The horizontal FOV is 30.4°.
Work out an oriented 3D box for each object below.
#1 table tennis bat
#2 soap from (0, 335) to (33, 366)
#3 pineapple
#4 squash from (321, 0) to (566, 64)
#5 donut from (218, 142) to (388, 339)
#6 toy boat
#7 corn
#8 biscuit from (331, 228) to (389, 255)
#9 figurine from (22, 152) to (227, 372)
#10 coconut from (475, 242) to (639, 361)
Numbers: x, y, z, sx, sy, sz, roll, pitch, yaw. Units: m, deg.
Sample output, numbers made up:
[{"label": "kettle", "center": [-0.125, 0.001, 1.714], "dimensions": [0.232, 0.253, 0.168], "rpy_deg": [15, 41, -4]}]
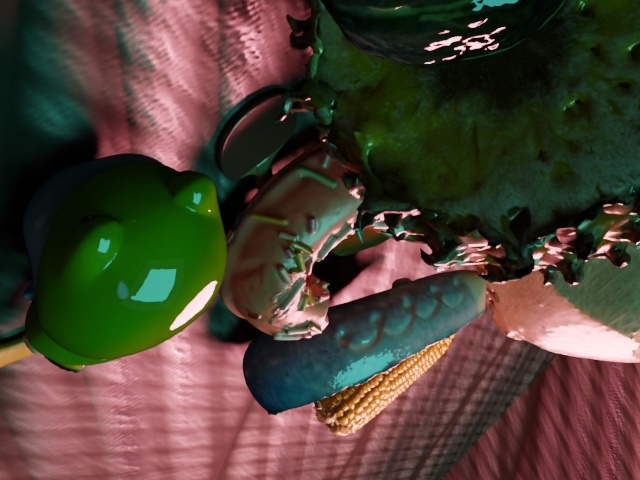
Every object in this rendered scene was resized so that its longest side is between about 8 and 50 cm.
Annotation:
[{"label": "table tennis bat", "center": [-0.055, -0.081, 1.068], "dimensions": [0.087, 0.013, 0.156], "rpy_deg": [-40, 158, -15]}, {"label": "soap", "center": [-0.268, 0.096, 1.022], "dimensions": [0.089, 0.012, 0.034], "rpy_deg": [-21, 150, -45]}, {"label": "pineapple", "center": [0.150, -0.131, 0.925], "dimensions": [0.352, 0.352, 0.300], "rpy_deg": [-45, 170, 5]}, {"label": "squash", "center": [0.064, -0.226, 0.674], "dimensions": [0.165, 0.252, 0.252], "rpy_deg": [-12, 164, 13]}, {"label": "donut", "center": [0.000, 0.000, 1.157], "dimensions": [0.233, 0.085, 0.199], "rpy_deg": [-50, 149, 10]}, {"label": "toy boat", "center": [0.042, 0.097, 1.438], "dimensions": [0.330, 0.123, 0.215], "rpy_deg": [-23, -178, -30]}, {"label": "corn", "center": [0.098, 0.196, 1.794], "dimensions": [0.260, 0.091, 0.091], "rpy_deg": [-37, -173, -27]}, {"label": "biscuit", "center": [0.137, -0.093, 1.339], "dimensions": [0.262, 0.052, 0.277], "rpy_deg": [-10, 142, -55]}, {"label": "figurine", "center": [-0.161, 0.030, 0.927], "dimensions": [0.162, 0.143, 0.263], "rpy_deg": [-23, 163, -30]}, {"label": "coconut", "center": [0.366, -0.006, 1.513], "dimensions": [0.360, 0.346, 0.346], "rpy_deg": [-52, 159, 4]}]
